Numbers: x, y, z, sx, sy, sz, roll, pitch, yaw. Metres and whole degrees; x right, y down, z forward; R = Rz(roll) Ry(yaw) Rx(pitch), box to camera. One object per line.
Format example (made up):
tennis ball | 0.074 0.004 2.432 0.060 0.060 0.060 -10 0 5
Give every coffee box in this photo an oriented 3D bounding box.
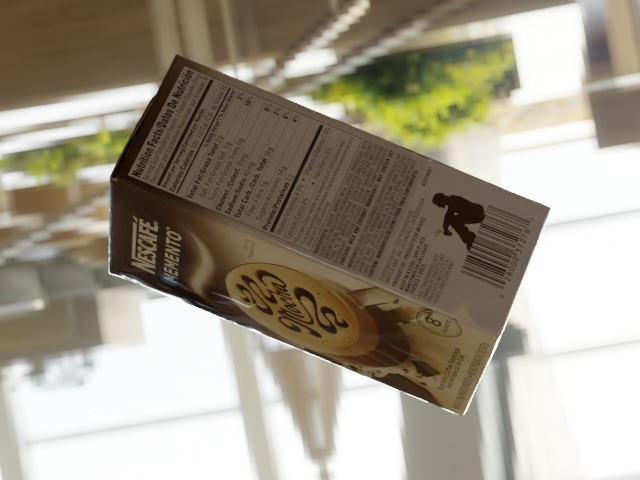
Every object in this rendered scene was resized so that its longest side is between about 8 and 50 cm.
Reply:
coffee box | 0.000 0.000 1.464 0.297 0.119 0.168 22 155 5
